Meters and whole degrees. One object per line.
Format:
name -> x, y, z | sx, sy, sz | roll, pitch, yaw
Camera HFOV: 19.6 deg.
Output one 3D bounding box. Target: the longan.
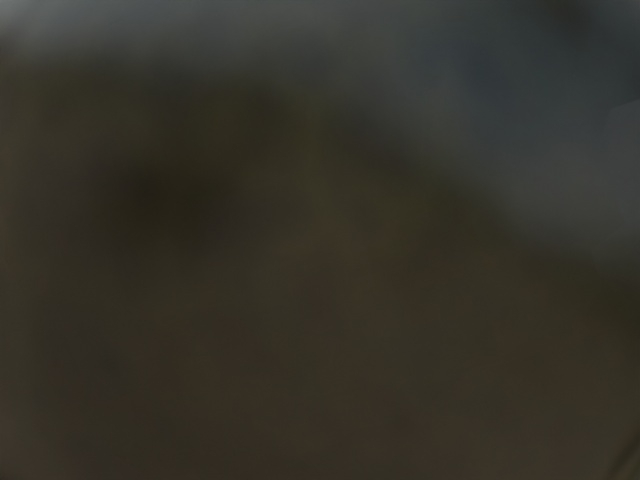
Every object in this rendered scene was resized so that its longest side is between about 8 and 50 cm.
longan -> 0.000, 0.000, 0.434 | 0.212, 0.198, 0.198 | -13, -34, 26
